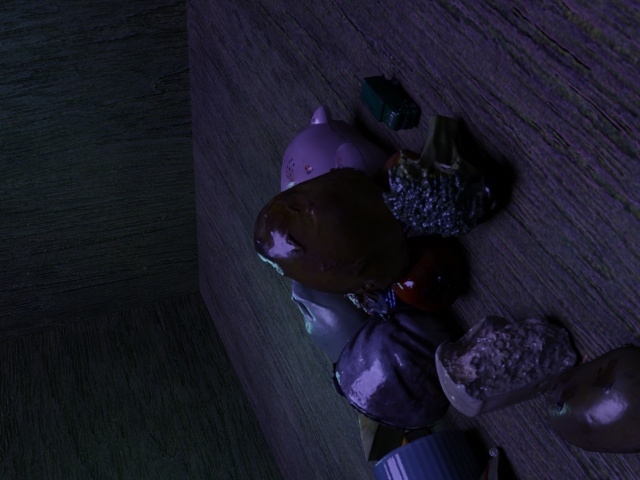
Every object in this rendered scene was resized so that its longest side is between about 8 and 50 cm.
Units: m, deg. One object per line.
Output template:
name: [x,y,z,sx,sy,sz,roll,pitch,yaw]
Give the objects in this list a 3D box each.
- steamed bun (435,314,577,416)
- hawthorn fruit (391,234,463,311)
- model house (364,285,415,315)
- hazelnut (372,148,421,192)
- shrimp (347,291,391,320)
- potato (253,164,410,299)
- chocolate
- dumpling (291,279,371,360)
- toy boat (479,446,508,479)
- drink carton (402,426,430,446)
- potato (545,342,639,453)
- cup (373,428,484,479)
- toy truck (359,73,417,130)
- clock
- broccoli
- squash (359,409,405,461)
steamed bun: [0.328,0.226,1.363,0.200,0.226,0.170,111,140,-59]
hawthorn fruit: [0.227,0.071,1.622,0.188,0.169,0.169,31,132,59]
model house: [0.164,0.131,1.829,0.148,0.149,0.119,14,118,63]
hazelnut: [0.194,-0.126,1.633,0.150,0.150,0.150,166,90,-69]
shrimp: [0.067,0.117,1.716,0.317,0.164,0.062,31,105,64]
potato: [0.000,0.000,1.534,0.289,0.237,0.300,-2,100,46]
chocolate: [0.192,0.267,1.687,0.303,0.303,0.212,50,131,49]
dumpling: [0.055,0.207,1.959,0.270,0.212,0.320,-112,3,-58]
toy boat: [0.404,0.557,1.599,0.071,0.089,0.185,-35,61,21]
drink carton: [0.261,0.616,2.000,0.096,0.071,0.222,58,153,36]
potato: [0.462,0.260,1.140,0.262,0.165,0.164,-49,57,57]
cup: [0.311,0.634,1.714,0.257,0.331,0.311,-39,60,30]
toy truck: [0.160,-0.314,1.653,0.147,0.079,0.065,58,152,35]
clock: [0.031,-0.127,1.857,0.368,0.251,0.376,108,142,-53]
broccoli: [0.255,-0.131,1.437,0.247,0.263,0.243,-13,63,37]
squash: [0.191,0.435,1.832,0.237,0.155,0.204,26,-141,-64]
